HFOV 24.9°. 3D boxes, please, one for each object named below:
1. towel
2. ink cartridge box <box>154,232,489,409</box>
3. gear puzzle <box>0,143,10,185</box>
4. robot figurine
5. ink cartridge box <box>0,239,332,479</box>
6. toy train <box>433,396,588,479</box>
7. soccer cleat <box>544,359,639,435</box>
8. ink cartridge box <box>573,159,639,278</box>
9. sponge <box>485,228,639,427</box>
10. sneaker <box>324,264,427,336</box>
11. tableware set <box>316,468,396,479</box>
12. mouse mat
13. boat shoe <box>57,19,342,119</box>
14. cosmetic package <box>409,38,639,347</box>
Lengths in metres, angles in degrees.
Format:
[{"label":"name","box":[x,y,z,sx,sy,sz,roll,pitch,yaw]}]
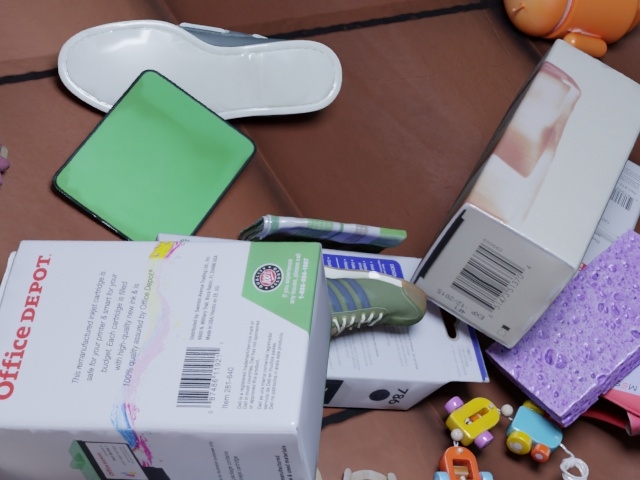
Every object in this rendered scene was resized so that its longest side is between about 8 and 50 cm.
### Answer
[{"label":"towel","box":[0.000,0.000,1.501,0.152,0.113,0.023,6,79,-16]},{"label":"ink cartridge box","box":[-0.005,0.085,1.456,0.333,0.065,0.165,5,49,-20]},{"label":"gear puzzle","box":[-0.399,-0.002,1.351,0.176,0.044,0.338,15,46,-14]},{"label":"robot figurine","box":[0.341,-0.330,1.954,0.220,0.158,0.128,2,11,-25]},{"label":"ink cartridge box","box":[-0.139,0.109,1.252,0.278,0.117,0.201,0,49,8]},{"label":"toy train","box":[0.177,0.217,1.444,0.166,0.046,0.125,0,52,-22]},{"label":"soccer cleat","box":[0.372,0.156,1.478,0.318,0.108,0.116,6,54,25]},{"label":"ink cartridge box","box":[0.261,-0.019,1.653,0.172,0.100,0.237,30,45,2]},{"label":"sponge","box":[0.286,0.086,1.482,0.210,0.031,0.117,-39,50,-9]},{"label":"sneaker","box":[0.008,0.070,1.394,0.192,0.064,0.086,16,54,-12]},{"label":"tableware set","box":[0.008,0.261,1.336,0.169,0.020,0.141,15,46,-14]},{"label":"mouse mat","box":[-0.171,-0.080,1.522,0.153,0.007,0.189,36,60,-2]},{"label":"boat shoe","box":[-0.140,-0.187,1.634,0.320,0.116,0.099,0,8,-18]},{"label":"cosmetic package","box":[0.221,-0.054,1.491,0.129,0.153,0.296,32,47,2]}]
